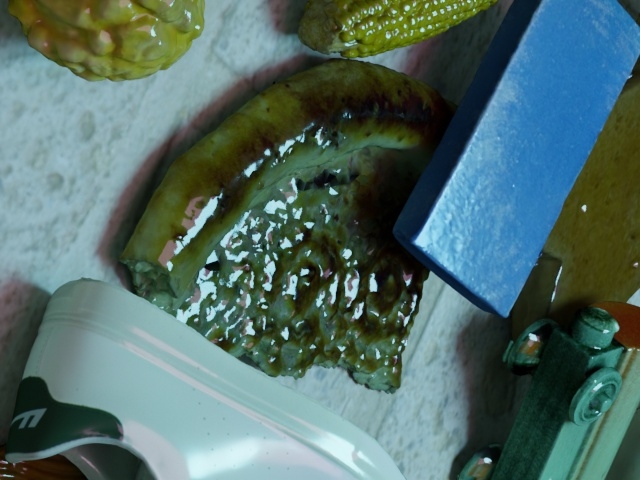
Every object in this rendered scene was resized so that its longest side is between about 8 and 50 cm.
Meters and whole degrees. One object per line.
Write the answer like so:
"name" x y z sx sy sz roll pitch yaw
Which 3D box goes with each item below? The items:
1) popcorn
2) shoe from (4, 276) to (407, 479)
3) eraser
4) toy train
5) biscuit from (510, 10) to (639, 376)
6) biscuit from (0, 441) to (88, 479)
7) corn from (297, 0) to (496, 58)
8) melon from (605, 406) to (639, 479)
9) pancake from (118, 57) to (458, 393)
"popcorn" -0.143 -0.197 1.177 0.180 0.170 0.180 5 81 -35
"shoe" -0.080 0.186 1.275 0.363 0.131 0.160 36 61 -24
"eraser" 0.184 -0.098 1.512 0.144 0.042 0.312 37 74 -35
"toy train" 0.248 0.184 1.664 0.177 0.116 0.285 -11 128 -43
"biscuit" 0.311 -0.052 1.751 0.394 0.076 0.368 -41 132 -32
"biscuit" -0.204 0.229 1.287 0.228 0.031 0.176 -10 105 -46
"corn" 0.084 -0.221 1.454 0.261 0.097 0.097 -31 120 -38
"melon" 0.396 0.320 1.819 0.223 0.223 0.317 1 103 -47
"pancake" 0.001 -0.005 1.434 0.426 0.067 0.305 3 98 -49
